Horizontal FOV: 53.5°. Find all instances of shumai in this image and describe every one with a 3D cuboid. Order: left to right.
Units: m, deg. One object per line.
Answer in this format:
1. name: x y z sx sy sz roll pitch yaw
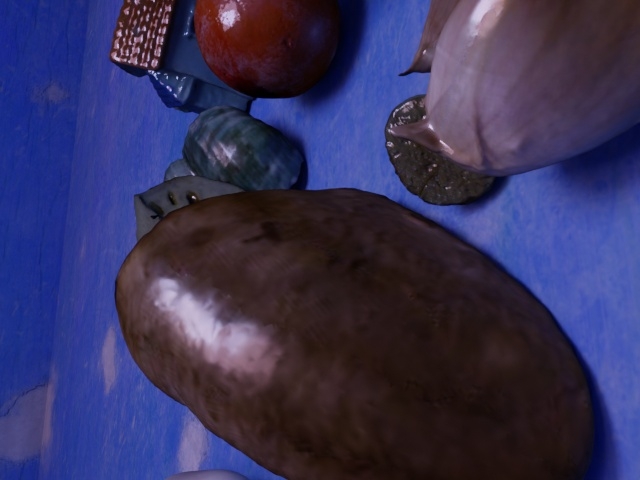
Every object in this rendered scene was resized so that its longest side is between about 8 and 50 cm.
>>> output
1. shumai: 0.128 -0.099 0.655 0.099 0.087 0.124 -29 101 31

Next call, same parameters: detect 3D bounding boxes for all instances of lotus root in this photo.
1. lotus root: -0.133 0.071 0.935 0.267 0.149 0.260 36 140 28

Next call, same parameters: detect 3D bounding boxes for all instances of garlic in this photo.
1. garlic: 0.174 -0.223 0.490 0.286 0.249 0.313 40 136 37

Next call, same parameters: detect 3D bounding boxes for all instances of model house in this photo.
1. model house: -0.280 -0.396 1.147 0.251 0.329 0.295 22 98 54

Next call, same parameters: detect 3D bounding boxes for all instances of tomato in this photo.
1. tomato: -0.077 -0.297 0.910 0.208 0.208 0.184 51 128 51

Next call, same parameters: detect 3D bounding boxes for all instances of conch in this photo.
1. conch: -0.156 -0.109 1.030 0.277 0.195 0.220 -24 64 16

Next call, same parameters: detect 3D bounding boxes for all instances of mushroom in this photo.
1. mushroom: 0.024 0.100 0.574 0.397 0.313 0.224 37 116 49

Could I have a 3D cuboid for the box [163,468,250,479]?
1. box: -0.213 0.490 0.872 0.288 0.141 0.349 -35 26 54
